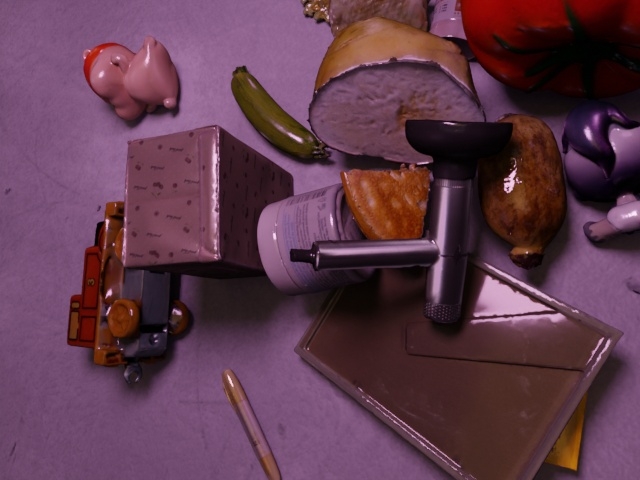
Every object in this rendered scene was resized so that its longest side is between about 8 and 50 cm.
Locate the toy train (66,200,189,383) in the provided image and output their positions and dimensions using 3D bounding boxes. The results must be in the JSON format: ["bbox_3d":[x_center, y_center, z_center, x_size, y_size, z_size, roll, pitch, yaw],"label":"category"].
[{"bbox_3d":[-0.404,0.106,1.079,0.232,0.163,0.368,-4,80,28],"label":"toy train"}]

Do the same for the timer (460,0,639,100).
[{"bbox_3d":[0.396,-0.375,0.743,0.378,0.378,0.279,9,87,21],"label":"timer"}]

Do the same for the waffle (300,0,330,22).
[{"bbox_3d":[0.043,-0.540,1.080,0.169,0.036,0.183,14,86,23],"label":"waffle"}]

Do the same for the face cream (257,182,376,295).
[{"bbox_3d":[0.000,0.000,0.910,0.153,0.177,0.177,-14,77,25],"label":"face cream"}]

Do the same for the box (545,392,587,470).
[{"bbox_3d":[0.287,0.263,0.860,0.269,0.043,0.152,8,81,20],"label":"box"}]

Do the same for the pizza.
[{"bbox_3d":[0.132,-0.060,0.909,0.201,0.193,0.053,58,147,-4],"label":"pizza"}]

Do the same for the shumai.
[{"bbox_3d":[0.121,-0.439,0.992,0.201,0.120,0.201,12,128,16],"label":"shumai"}]

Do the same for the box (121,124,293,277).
[{"bbox_3d":[-0.187,-0.048,0.944,0.191,0.297,0.225,-5,80,19],"label":"box"}]

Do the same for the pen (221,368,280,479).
[{"bbox_3d":[-0.139,0.359,1.007,0.040,0.032,0.233,-40,69,35],"label":"pen"}]

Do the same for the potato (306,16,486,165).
[{"bbox_3d":[0.140,-0.276,0.911,0.300,0.246,0.196,10,59,4],"label":"potato"}]

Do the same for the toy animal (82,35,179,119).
[{"bbox_3d":[-0.425,-0.365,1.159,0.198,0.171,0.171,-1,81,17],"label":"toy animal"}]

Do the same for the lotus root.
[{"bbox_3d":[0.327,-0.079,0.846,0.128,0.145,0.260,-19,70,53],"label":"lotus root"}]

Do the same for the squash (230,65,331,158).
[{"bbox_3d":[-0.104,-0.255,1.071,0.318,0.080,0.071,47,137,21],"label":"squash"}]

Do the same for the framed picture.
[{"bbox_3d":[0.198,0.173,0.871,0.446,0.028,0.326,32,91,31],"label":"framed picture"}]

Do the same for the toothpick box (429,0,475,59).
[{"bbox_3d":[0.255,-0.419,0.950,0.099,0.098,0.148,11,86,21],"label":"toothpick box"}]

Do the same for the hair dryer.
[{"bbox_3d":[0.125,-0.036,0.760,0.156,0.284,0.320,25,108,58],"label":"hair dryer"}]

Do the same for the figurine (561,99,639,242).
[{"bbox_3d":[0.451,-0.113,0.814,0.145,0.145,0.222,-19,77,16],"label":"figurine"}]
